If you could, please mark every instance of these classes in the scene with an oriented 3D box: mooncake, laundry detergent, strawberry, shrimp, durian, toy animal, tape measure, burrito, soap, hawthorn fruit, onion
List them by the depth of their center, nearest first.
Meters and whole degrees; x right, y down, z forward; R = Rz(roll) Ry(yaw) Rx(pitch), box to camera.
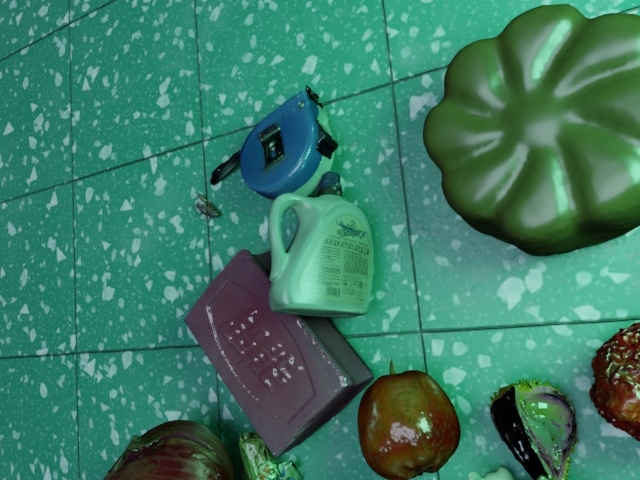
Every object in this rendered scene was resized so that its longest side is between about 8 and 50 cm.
[{"bbox_3d":[0.464,0.201,0.686,0.184,0.201,0.187,53,129,40],"label":"strawberry"},{"bbox_3d":[0.349,-0.165,0.768,0.378,0.200,0.379,-4,82,31],"label":"mooncake"},{"bbox_3d":[0.354,0.295,0.803,0.108,0.119,0.187,-23,86,-14],"label":"durian"},{"bbox_3d":[0.304,0.422,0.817,0.124,0.085,0.071,18,111,34],"label":"toy animal"},{"bbox_3d":[0.144,0.302,0.861,0.179,0.179,0.200,-32,59,22],"label":"hawthorn fruit"},{"bbox_3d":[0.000,0.000,0.942,0.105,0.214,0.281,-24,62,59],"label":"laundry detergent"},{"bbox_3d":[-0.321,0.542,1.006,0.353,0.353,0.354,-3,84,28],"label":"onion"},{"bbox_3d":[-0.079,0.518,1.013,0.104,0.054,0.288,-27,74,-6],"label":"burrito"},{"bbox_3d":[-0.095,0.218,1.018,0.233,0.128,0.359,-49,64,16],"label":"soap"},{"bbox_3d":[-0.126,-0.156,1.068,0.351,0.098,0.215,-32,54,26],"label":"tape measure"},{"bbox_3d":[-0.278,-0.078,1.199,0.092,0.029,0.038,45,114,29],"label":"shrimp"}]

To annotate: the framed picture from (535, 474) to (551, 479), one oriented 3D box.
[{"bbox_3d":[0.357,0.526,0.753,0.231,0.018,0.293,31,110,13],"label":"framed picture"}]
